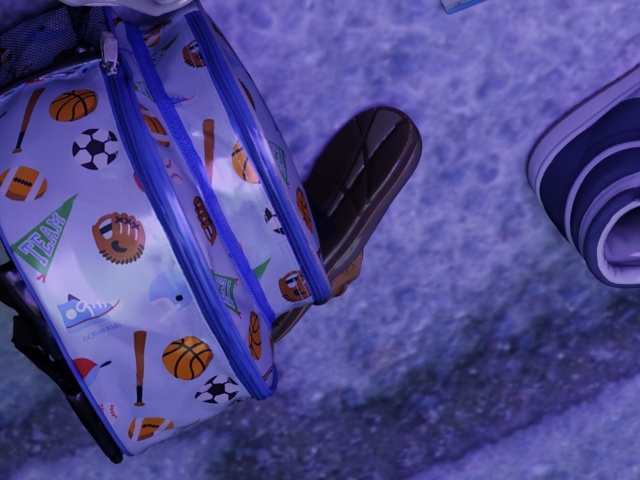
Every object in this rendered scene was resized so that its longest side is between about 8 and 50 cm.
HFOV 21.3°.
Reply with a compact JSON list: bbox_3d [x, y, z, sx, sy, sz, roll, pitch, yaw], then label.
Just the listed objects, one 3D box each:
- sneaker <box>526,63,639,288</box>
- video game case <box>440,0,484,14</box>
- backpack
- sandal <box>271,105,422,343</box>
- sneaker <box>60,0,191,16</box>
[{"bbox_3d":[0.267,-0.082,1.123,0.099,0.153,0.282,38,110,-27],"label":"sneaker"},{"bbox_3d":[0.110,-0.237,1.085,0.119,0.015,0.166,-21,122,4],"label":"video game case"},{"bbox_3d":[-0.109,-0.006,1.050,0.213,0.263,0.276,-25,122,10],"label":"backpack"},{"bbox_3d":[0.000,0.000,1.192,0.060,0.090,0.219,25,110,-46],"label":"sandal"},{"bbox_3d":[-0.068,-0.180,1.034,0.232,0.115,0.090,-14,123,1],"label":"sneaker"}]
